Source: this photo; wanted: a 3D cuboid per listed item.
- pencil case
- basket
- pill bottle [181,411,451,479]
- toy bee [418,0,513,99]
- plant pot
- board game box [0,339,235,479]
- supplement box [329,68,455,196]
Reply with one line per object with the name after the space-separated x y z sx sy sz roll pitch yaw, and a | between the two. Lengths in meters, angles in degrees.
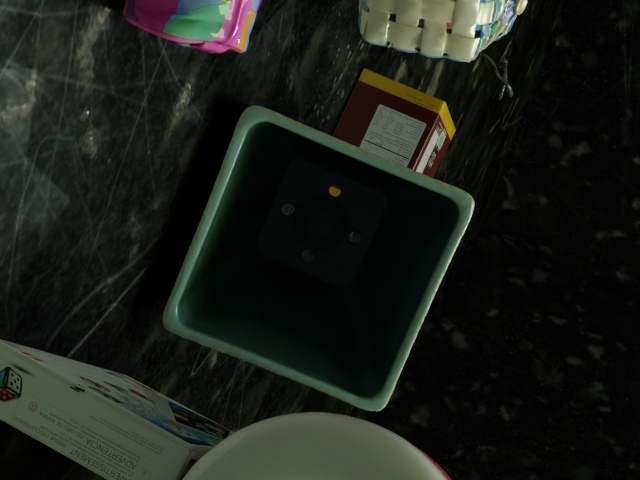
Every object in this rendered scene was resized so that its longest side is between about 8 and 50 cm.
-0.063 -0.250 0.654 0.236 0.104 0.104 -69 165 18 | pencil case
0.146 -0.336 1.039 0.289 0.201 0.254 -73 172 -52 | basket
0.021 0.273 0.788 0.229 0.229 0.407 -62 166 -8 | pill bottle
0.177 -0.328 1.312 0.195 0.162 0.298 -69 148 -72 | toy bee
0.000 0.000 1.041 0.252 0.247 0.247 -79 -168 -79 | plant pot
-0.162 0.165 0.816 0.053 0.193 0.305 -63 165 -9 | board game box
0.096 -0.122 1.377 0.194 0.129 0.191 -65 166 0 | supplement box
